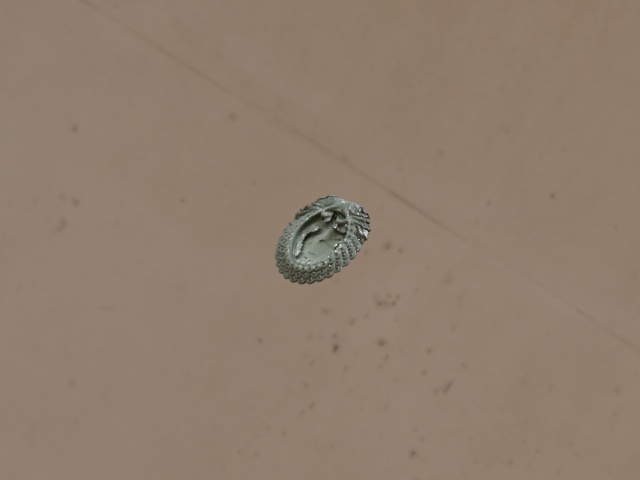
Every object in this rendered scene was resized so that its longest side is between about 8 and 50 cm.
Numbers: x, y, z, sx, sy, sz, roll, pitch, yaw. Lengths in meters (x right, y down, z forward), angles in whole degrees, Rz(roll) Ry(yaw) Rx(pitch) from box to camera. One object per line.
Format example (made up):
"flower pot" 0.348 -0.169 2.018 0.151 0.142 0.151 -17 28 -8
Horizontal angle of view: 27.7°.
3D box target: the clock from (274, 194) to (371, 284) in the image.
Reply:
"clock" 0.000 0.000 1.011 0.074 0.083 0.010 20 -25 36
